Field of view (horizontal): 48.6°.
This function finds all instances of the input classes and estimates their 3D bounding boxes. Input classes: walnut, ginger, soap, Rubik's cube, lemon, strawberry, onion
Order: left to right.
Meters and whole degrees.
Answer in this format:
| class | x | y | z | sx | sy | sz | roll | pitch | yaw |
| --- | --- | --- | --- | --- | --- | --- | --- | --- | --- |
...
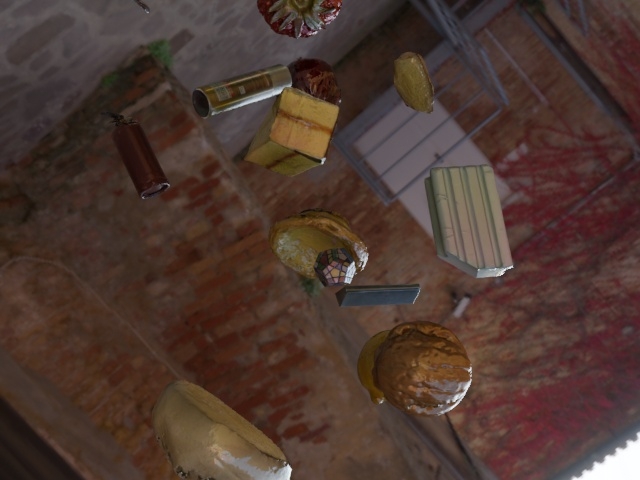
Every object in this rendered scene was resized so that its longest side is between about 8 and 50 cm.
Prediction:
| class | x | y | z | sx | sy | sz | roll | pitch | yaw |
| --- | --- | --- | --- | --- | --- | --- | --- | --- | --- |
| strawberry | -0.065 | -0.815 | 2.340 | 0.292 | 0.292 | 0.343 | -40 | -161 | 18 |
| onion | -0.043 | -0.496 | 2.427 | 0.221 | 0.280 | 0.281 | -3 | -179 | -2 |
| Rubik's cube | 0.037 | 0.070 | 1.833 | 0.111 | 0.093 | 0.111 | -49 | 147 | -48 |
| lemon | 0.203 | 0.369 | 2.095 | 0.187 | 0.187 | 0.244 | -35 | -148 | 65 |
| ginger | 0.288 | -0.478 | 2.132 | 0.115 | 0.193 | 0.122 | -11 | -152 | 25 |
| walnut | 0.264 | 0.328 | 1.817 | 0.257 | 0.257 | 0.224 | -41 | -178 | -12 |
| soap | 0.380 | -0.050 | 1.842 | 0.173 | 0.289 | 0.095 | -5 | 161 | -7 |

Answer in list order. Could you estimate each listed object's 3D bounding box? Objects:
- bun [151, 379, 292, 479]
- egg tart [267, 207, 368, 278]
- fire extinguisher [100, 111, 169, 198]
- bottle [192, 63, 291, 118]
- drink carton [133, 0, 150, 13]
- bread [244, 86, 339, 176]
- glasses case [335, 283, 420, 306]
| class | x | y | z | sx | sy | sz | roll | pitch | yaw |
| --- | --- | --- | --- | --- | --- | --- | --- | --- | --- |
| bun | -0.193 | 0.376 | 1.283 | 0.146 | 0.287 | 0.287 | -51 | -175 | -11 |
| egg tart | 0.000 | 0.000 | 2.004 | 0.294 | 0.294 | 0.123 | -38 | -149 | 48 |
| fire extinguisher | -0.535 | -0.257 | 2.038 | 0.105 | 0.268 | 0.105 | -26 | 172 | -4 |
| bottle | -0.201 | -0.397 | 1.870 | 0.286 | 0.082 | 0.082 | -28 | 174 | -37 |
| drink carton | -0.465 | -0.729 | 1.812 | 0.190 | 0.185 | 0.191 | -38 | 151 | 10 |
| bread | -0.086 | -0.285 | 1.897 | 0.264 | 0.168 | 0.163 | -10 | -118 | 66 |
| glasses case | 0.192 | 0.183 | 2.349 | 0.266 | 0.056 | 0.105 | -1 | 163 | -19 |
